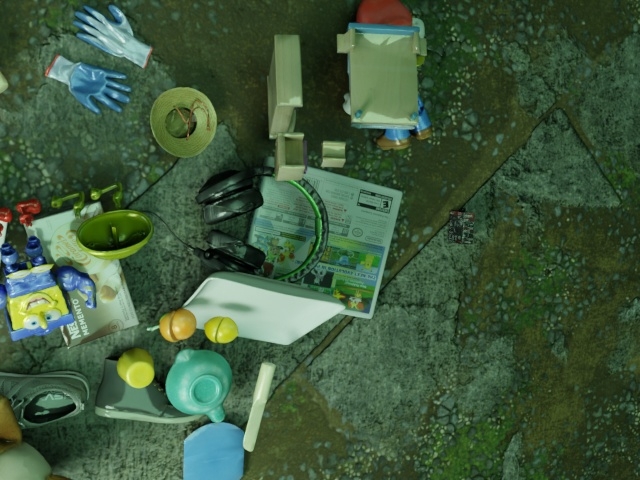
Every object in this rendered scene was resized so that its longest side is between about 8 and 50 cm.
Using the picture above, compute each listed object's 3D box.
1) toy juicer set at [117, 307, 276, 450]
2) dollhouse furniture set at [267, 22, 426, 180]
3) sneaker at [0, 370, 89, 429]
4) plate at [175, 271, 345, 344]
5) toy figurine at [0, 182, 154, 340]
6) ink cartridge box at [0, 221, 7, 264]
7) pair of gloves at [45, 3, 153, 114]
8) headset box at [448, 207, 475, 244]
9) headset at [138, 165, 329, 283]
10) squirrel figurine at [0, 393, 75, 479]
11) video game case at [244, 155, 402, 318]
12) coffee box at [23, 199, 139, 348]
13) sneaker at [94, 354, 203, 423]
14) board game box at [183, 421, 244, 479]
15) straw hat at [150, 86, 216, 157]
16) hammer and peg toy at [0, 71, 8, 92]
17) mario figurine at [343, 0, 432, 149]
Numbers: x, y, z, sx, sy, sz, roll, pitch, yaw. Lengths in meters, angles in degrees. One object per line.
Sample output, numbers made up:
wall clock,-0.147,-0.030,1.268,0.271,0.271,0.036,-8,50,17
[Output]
toy juicer set,-0.217,0.255,1.419,0.329,0.089,0.209,36,83,-24
dollhouse furniture set,0.057,-0.247,1.388,0.304,0.198,0.286,-1,80,-8
sneaker,-0.573,0.300,1.317,0.282,0.115,0.105,-9,100,-21
plate,-0.132,0.131,1.412,0.278,0.277,0.045,14,62,-23
toy figurine,-0.476,0.066,1.236,0.363,0.191,0.217,-18,134,-26
ink cartridge box,-0.602,0.019,1.273,0.063,0.109,0.150,10,93,-24
pair of gloves,-0.413,-0.346,1.350,0.159,0.023,0.198,28,87,-23
headset box,0.329,-0.035,1.664,0.032,0.062,0.083,1,96,-23
headset,-0.179,-0.024,1.385,0.395,0.185,0.243,-1,90,-5
squirrel figurine,-0.632,0.497,1.148,0.281,0.397,0.370,56,32,-15
video game case,0.000,0.000,1.552,0.329,0.036,0.299,13,92,-23
coffee box,-0.450,0.059,1.344,0.141,0.098,0.246,-18,103,-19
sneaker,-0.332,0.298,1.431,0.222,0.083,0.118,9,90,-24
board game box,-0.232,0.462,1.521,0.133,0.033,0.168,-3,103,-27
straw hat,-0.280,-0.229,1.397,0.145,0.061,0.144,-1,92,-38
hammer and peg toy,-0.744,-0.265,1.172,0.361,0.127,0.265,-37,110,-14
mario figurine,0.142,-0.369,1.537,0.198,0.170,0.320,-51,131,-56
